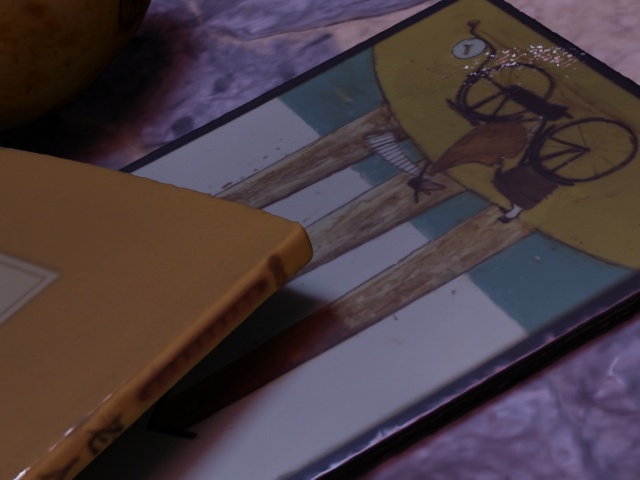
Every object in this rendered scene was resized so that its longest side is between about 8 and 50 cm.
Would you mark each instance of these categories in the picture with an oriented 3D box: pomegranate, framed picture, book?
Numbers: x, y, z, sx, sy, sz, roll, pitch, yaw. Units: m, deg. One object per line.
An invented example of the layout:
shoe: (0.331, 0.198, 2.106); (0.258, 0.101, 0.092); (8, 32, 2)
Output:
pomegranate: (-0.191, -0.147, 0.669); (0.196, 0.196, 0.196); (-11, 40, 10)
framed picture: (0.000, 0.000, 0.557); (0.323, 0.013, 0.244); (-28, 40, -12)
book: (-0.217, 0.086, 0.486); (0.269, 0.032, 0.389); (15, 46, 42)
